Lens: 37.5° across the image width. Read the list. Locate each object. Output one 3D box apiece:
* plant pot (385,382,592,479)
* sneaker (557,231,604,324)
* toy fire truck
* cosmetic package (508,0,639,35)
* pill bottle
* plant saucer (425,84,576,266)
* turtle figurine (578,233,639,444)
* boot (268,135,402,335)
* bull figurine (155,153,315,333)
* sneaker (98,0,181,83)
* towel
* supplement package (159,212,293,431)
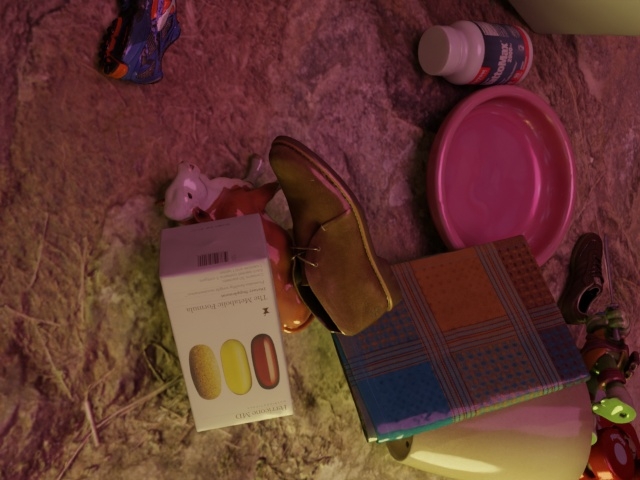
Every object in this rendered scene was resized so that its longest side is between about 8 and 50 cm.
[{"bbox_3d":[0.248,0.286,1.527,0.274,0.256,0.256,1,89,-19],"label":"plant pot"},{"bbox_3d":[0.510,0.074,1.782,0.066,0.071,0.188,28,75,-31],"label":"sneaker"},{"bbox_3d":[0.513,0.372,1.735,0.302,0.169,0.253,35,45,-27],"label":"toy fire truck"},{"bbox_3d":[0.486,-0.588,1.559,0.327,0.329,0.393,31,77,-47],"label":"cosmetic package"},{"bbox_3d":[0.258,-0.314,1.589,0.180,0.108,0.107,-4,93,-34],"label":"pill bottle"},{"bbox_3d":[0.302,-0.100,1.632,0.332,0.084,0.332,-2,93,-34],"label":"plant saucer"},{"bbox_3d":[0.434,0.189,1.605,0.266,0.198,0.274,-77,146,-47],"label":"turtle figurine"},{"bbox_3d":[0.000,0.000,1.304,0.115,0.112,0.305,-38,111,-22],"label":"boot"},{"bbox_3d":[-0.092,-0.013,1.357,0.188,0.101,0.310,-48,114,-26],"label":"bull figurine"},{"bbox_3d":[-0.229,-0.312,1.288,0.087,0.083,0.221,26,81,-45],"label":"sneaker"},{"bbox_3d":[0.200,0.144,1.457,0.370,0.040,0.271,-13,65,-16],"label":"towel"},{"bbox_3d":[-0.122,0.109,1.250,0.139,0.134,0.244,-10,118,-3],"label":"supplement package"}]
